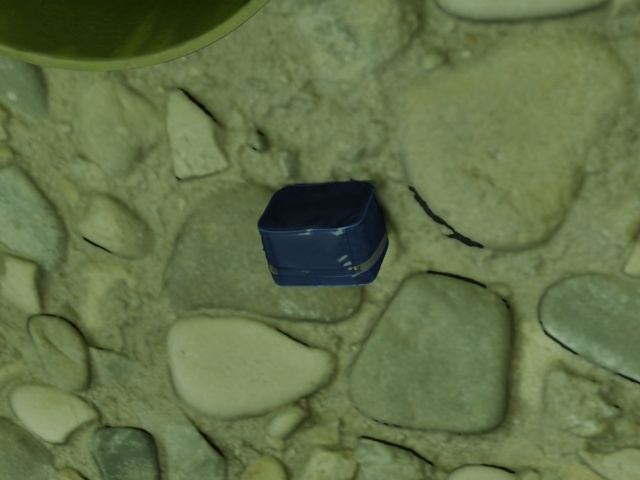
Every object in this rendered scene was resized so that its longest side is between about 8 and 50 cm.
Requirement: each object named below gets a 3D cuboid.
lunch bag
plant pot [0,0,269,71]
[{"bbox_3d":[0.000,0.000,0.874,0.098,0.067,0.065,-1,125,23],"label":"lunch bag"},{"bbox_3d":[-0.080,-0.271,0.547,0.274,0.294,0.275,10,129,13],"label":"plant pot"}]
